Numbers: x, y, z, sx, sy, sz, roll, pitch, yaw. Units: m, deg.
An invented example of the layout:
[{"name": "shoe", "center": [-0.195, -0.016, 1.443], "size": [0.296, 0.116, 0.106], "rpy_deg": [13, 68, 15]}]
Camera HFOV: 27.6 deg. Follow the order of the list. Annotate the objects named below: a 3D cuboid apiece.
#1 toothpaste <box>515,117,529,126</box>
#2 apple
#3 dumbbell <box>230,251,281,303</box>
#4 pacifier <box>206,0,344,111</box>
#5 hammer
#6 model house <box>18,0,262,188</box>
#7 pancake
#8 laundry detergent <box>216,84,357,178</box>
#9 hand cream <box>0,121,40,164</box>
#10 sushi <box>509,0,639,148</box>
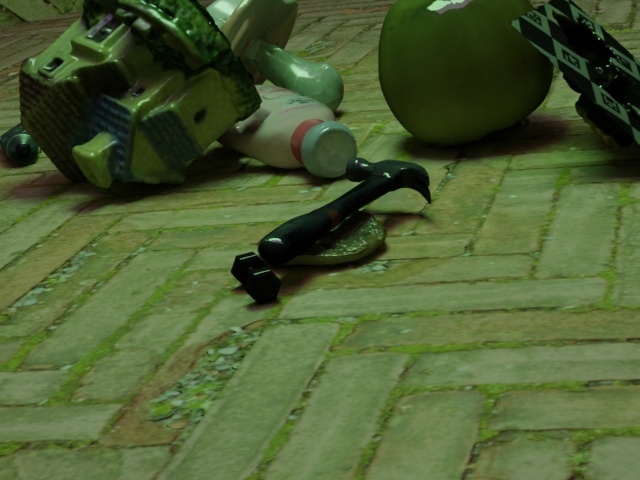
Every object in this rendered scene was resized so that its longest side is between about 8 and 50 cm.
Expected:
[{"name": "toothpaste", "center": [0.289, -0.183, 1.985], "size": [0.024, 0.015, 0.083], "rpy_deg": [-7, 12, -21]}, {"name": "apple", "center": [0.211, -0.264, 1.901], "size": [0.262, 0.262, 0.262], "rpy_deg": [-7, 19, 2]}, {"name": "dumbbell", "center": [-0.071, 0.040, 1.427], "size": [0.036, 0.040, 0.083], "rpy_deg": [-43, 24, -2]}, {"name": "pacifier", "center": [-0.100, -0.309, 2.190], "size": [0.273, 0.220, 0.332], "rpy_deg": [-4, -4, 9]}, {"name": "hammer", "center": [0.026, -0.035, 1.527], "size": [0.137, 0.037, 0.290], "rpy_deg": [7, 26, 33]}, {"name": "model house", "center": [-0.294, -0.222, 1.908], "size": [0.266, 0.261, 0.321], "rpy_deg": [-46, 42, -16]}, {"name": "pancake", "center": [0.000, 0.000, 1.536], "size": [0.158, 0.028, 0.158], "rpy_deg": [-8, 20, 3]}, {"name": "laundry detergent", "center": [-0.051, -0.163, 1.942], "size": [0.159, 0.088, 0.335], "rpy_deg": [-24, 24, -17]}, {"name": "hand cream", "center": [-0.509, -0.176, 2.216], "size": [0.075, 0.052, 0.248], "rpy_deg": [-10, 19, -11]}, {"name": "sushi", "center": [0.383, -0.200, 1.766], "size": [0.292, 0.059, 0.294], "rpy_deg": [43, 29, 6]}]
